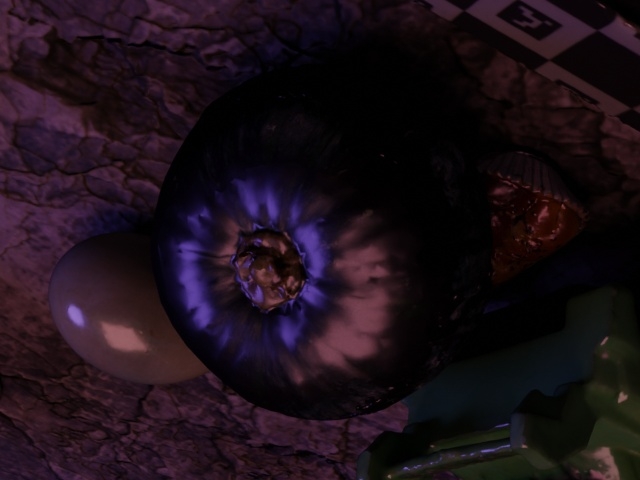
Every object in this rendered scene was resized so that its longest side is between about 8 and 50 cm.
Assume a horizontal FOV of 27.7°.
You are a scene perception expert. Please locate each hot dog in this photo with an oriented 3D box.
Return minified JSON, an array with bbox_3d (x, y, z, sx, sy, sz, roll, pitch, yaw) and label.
[{"bbox_3d":[0.101,0.004,0.926,0.108,0.059,0.191,27,138,-18],"label":"hot dog"}]

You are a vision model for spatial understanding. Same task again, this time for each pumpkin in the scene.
[{"bbox_3d":[0.000,0.000,0.841,0.233,0.163,0.233,10,110,30],"label":"pumpkin"}]

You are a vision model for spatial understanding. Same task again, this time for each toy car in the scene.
[{"bbox_3d":[0.201,0.139,0.919,0.213,0.176,0.359,-22,139,38],"label":"toy car"}]

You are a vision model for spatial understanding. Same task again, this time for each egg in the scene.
[{"bbox_3d":[-0.140,0.055,1.027,0.152,0.114,0.114,29,139,-11],"label":"egg"}]

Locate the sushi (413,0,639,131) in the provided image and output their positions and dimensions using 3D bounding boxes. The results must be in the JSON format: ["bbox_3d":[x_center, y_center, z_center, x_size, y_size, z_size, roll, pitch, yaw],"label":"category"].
[{"bbox_3d":[0.271,-0.116,0.684,0.359,0.064,0.343,27,165,-10],"label":"sushi"}]
